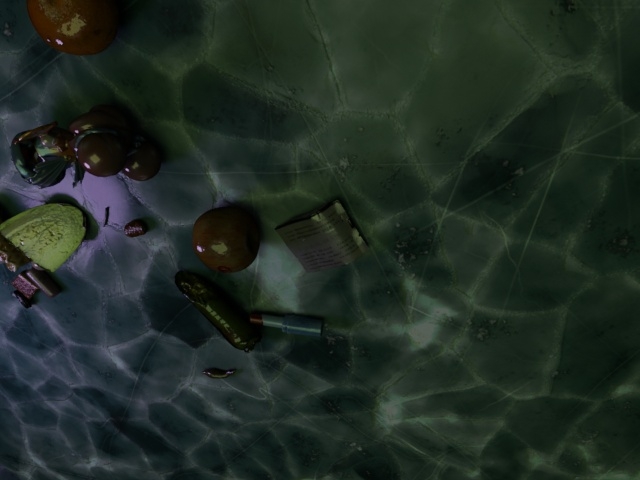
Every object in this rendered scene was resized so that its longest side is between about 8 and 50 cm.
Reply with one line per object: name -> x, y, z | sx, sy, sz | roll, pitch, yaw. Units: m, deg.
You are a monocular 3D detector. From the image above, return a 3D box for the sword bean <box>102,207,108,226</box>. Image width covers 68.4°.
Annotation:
sword bean -> -0.757, -0.081, 1.659 | 0.012, 0.012, 0.083 | 24, 121, 0

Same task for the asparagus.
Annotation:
asparagus -> -0.372, 0.249, 1.693 | 0.108, 0.128, 0.382 | -43, 104, -6

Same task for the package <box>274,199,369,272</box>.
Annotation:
package -> 0.000, 0.000, 1.490 | 0.251, 0.062, 0.203 | -23, 110, 29

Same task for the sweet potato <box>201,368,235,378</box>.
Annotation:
sweet potato -> -0.412, 0.544, 1.918 | 0.153, 0.038, 0.041 | -5, 141, 15

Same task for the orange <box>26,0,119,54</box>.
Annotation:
orange -> -0.645, -0.601, 1.241 | 0.224, 0.170, 0.223 | 1, 99, 5

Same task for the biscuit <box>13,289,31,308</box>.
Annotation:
biscuit -> -1.229, 0.242, 1.943 | 0.089, 0.027, 0.087 | 42, 144, 10

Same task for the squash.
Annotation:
squash -> -0.955, -0.040, 1.651 | 0.237, 0.204, 0.155 | 47, 142, -16

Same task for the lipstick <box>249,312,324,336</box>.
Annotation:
lipstick -> -0.127, 0.296, 1.685 | 0.274, 0.068, 0.061 | 6, 123, 10

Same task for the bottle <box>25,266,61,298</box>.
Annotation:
bottle -> -1.094, 0.165, 1.860 | 0.053, 0.053, 0.140 | -27, 110, 26

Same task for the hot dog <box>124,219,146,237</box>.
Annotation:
hot dog -> -0.643, -0.039, 1.640 | 0.083, 0.035, 0.058 | -11, 116, 20

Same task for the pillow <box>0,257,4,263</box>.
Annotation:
pillow -> -1.275, -0.009, 1.810 | 0.148, 0.050, 0.229 | -13, 116, 13

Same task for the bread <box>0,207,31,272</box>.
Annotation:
bread -> -1.177, -0.015, 1.749 | 0.087, 0.098, 0.269 | 2, 122, 40

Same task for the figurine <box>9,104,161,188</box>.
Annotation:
figurine -> -0.713, -0.267, 1.414 | 0.388, 0.277, 0.248 | -14, 91, 18

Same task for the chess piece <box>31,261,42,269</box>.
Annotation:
chess piece -> -1.055, 0.040, 1.761 | 0.094, 0.094, 0.170 | 10, 125, 8

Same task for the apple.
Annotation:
apple -> -0.294, -0.003, 1.476 | 0.188, 0.211, 0.210 | -3, 118, 14

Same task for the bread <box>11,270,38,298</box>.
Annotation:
bread -> -1.185, 0.179, 1.901 | 0.094, 0.035, 0.090 | 45, 119, -12
